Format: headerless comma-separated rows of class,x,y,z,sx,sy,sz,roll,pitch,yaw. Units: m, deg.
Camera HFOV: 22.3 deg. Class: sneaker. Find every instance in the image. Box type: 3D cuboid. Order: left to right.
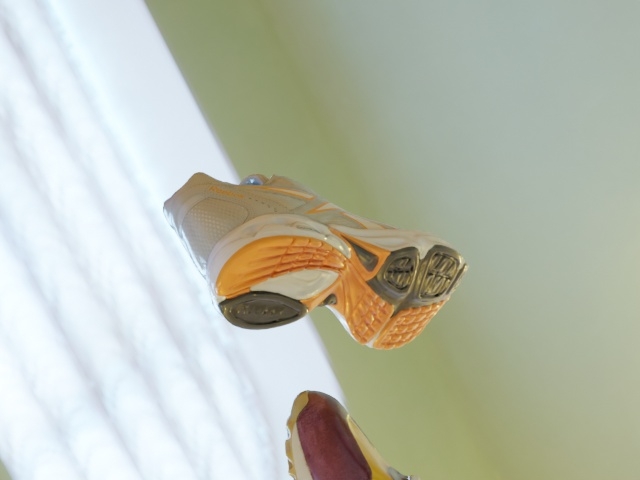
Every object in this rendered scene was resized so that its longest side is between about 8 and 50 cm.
sneaker,0.000,0.000,1.156,0.262,0.121,0.099,14,118,-50
sneaker,0.056,0.133,0.695,0.084,0.185,0.069,-29,-171,11
